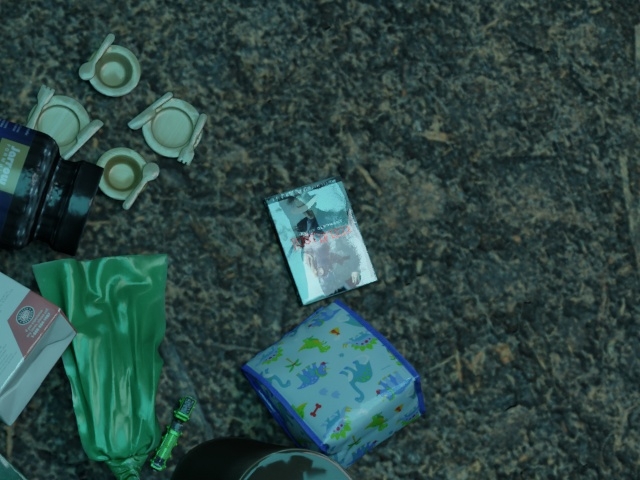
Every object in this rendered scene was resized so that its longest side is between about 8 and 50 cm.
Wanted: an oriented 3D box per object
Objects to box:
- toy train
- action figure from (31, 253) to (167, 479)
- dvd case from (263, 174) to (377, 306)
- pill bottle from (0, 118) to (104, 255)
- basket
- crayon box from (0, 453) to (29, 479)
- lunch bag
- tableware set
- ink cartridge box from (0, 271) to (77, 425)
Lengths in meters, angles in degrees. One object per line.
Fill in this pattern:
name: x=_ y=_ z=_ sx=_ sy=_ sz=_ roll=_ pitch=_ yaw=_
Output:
toy train: x=-0.147 y=0.193 z=1.766 sx=0.017 sy=0.024 sz=0.083 roll=27 pitch=75 yaw=-5
action figure: x=-0.205 y=0.133 z=1.746 sx=0.137 sy=0.063 sz=0.232 roll=-5 pitch=76 yaw=-14
dvd case: x=0.000 y=0.000 z=1.839 sx=0.087 sy=0.013 sz=0.119 roll=-17 pitch=82 yaw=-14
pill bottle: x=-0.330 y=-0.062 z=1.728 sx=0.219 sy=0.123 sz=0.123 roll=18 pitch=76 yaw=-7
basket: x=-0.043 y=0.267 z=1.668 sx=0.204 sy=0.227 sz=0.154 roll=45 pitch=74 yaw=0
crayon box: x=-0.425 y=0.199 z=1.652 sx=0.278 sy=0.081 sz=0.165 roll=46 pitch=72 yaw=-12
lunch bag: x=0.011 y=0.143 z=1.774 sx=0.129 sy=0.096 sz=0.151 roll=-34 pitch=58 yaw=-16
tableware set: x=-0.210 y=-0.119 z=1.817 sx=0.168 sy=0.020 sz=0.141 roll=39 pitch=74 yaw=-2
ink cartridge box: x=-0.350 y=0.077 z=1.706 sx=0.198 sy=0.067 sz=0.115 roll=29 pitch=73 yaw=20
